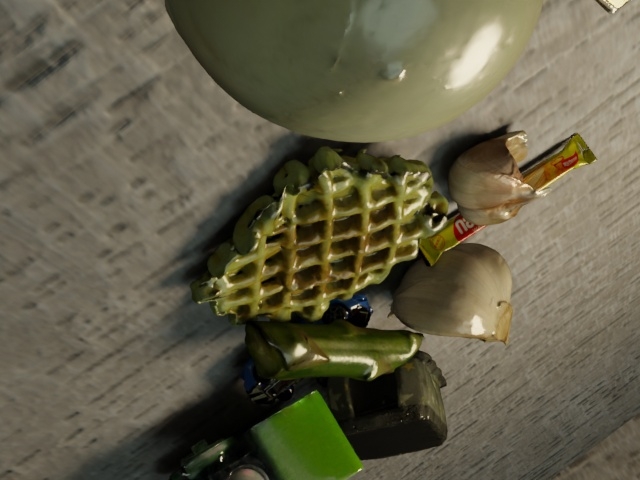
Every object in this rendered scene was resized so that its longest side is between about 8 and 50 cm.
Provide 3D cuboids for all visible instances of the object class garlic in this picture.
[{"bbox_3d":[0.199,0.072,1.736,0.229,0.178,0.142,-16,119,-67],"label":"garlic"},{"bbox_3d":[0.231,-0.072,1.580,0.124,0.099,0.174,-19,153,-1],"label":"garlic"}]

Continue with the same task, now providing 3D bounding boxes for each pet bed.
[{"bbox_3d":[0.104,0.243,1.886,0.183,0.159,0.211,-14,154,12],"label":"pet bed"}]

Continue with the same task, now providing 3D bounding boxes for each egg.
[{"bbox_3d":[0.037,-0.213,0.919,0.283,0.283,0.345,-47,156,20],"label":"egg"}]

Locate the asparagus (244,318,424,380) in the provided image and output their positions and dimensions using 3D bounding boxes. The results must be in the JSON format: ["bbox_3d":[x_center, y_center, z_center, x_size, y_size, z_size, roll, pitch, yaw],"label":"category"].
[{"bbox_3d":[0.023,0.147,1.579,0.343,0.082,0.085,9,87,-49],"label":"asparagus"}]

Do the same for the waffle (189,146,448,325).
[{"bbox_3d":[0.000,0.000,1.449,0.317,0.073,0.297,-41,148,25],"label":"waffle"}]

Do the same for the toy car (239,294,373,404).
[{"bbox_3d":[-0.021,0.145,1.665,0.216,0.063,0.103,-40,153,-5],"label":"toy car"}]

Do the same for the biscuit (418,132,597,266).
[{"bbox_3d":[0.261,-0.057,1.688,0.292,0.048,0.026,-33,-178,-7],"label":"biscuit"}]

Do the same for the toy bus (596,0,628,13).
[{"bbox_3d":[0.375,-0.373,1.273,0.268,0.092,0.106,-46,142,20],"label":"toy bus"}]

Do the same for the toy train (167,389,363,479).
[{"bbox_3d":[-0.089,0.348,1.753,0.249,0.173,0.307,-29,171,-22],"label":"toy train"}]
